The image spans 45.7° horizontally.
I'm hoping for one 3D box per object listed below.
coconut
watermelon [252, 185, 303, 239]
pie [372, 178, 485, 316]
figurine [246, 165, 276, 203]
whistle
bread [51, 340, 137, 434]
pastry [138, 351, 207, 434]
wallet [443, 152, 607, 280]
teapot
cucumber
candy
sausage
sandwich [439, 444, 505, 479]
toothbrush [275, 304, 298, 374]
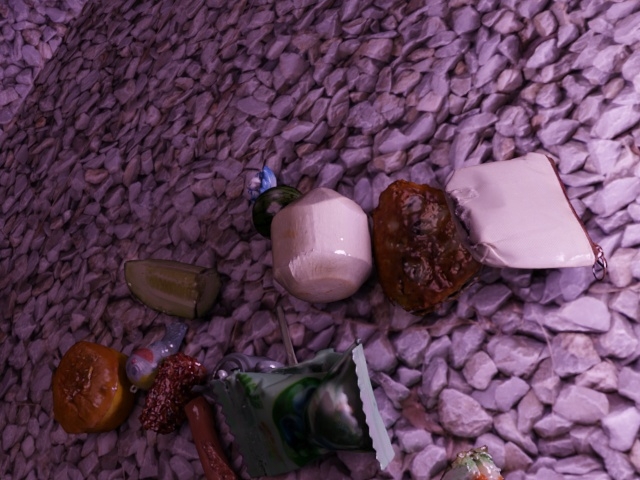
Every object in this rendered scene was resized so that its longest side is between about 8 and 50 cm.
[{"bbox_3d":[0.000,0.000,1.750,0.237,0.237,0.266,-17,57,28],"label":"coconut"},{"bbox_3d":[-0.081,-0.075,1.908,0.187,0.140,0.141,-21,56,18],"label":"watermelon"},{"bbox_3d":[0.231,0.014,1.653,0.308,0.085,0.308,-4,83,35],"label":"pie"},{"bbox_3d":[-0.157,-0.155,2.041,0.114,0.079,0.114,-170,90,-81],"label":"figurine"},{"bbox_3d":[-0.430,0.300,1.985,0.122,0.123,0.223,14,61,39],"label":"whistle"},{"bbox_3d":[-0.608,0.402,2.034,0.268,0.145,0.269,-17,61,32],"label":"bread"},{"bbox_3d":[-0.368,0.385,1.900,0.115,0.097,0.209,10,71,40],"label":"pastry"},{"bbox_3d":[0.401,-0.051,1.529,0.274,0.068,0.335,-4,48,-7],"label":"wallet"},{"bbox_3d":[-0.183,0.326,1.767,0.239,0.149,0.162,-20,56,27],"label":"teapot"},{"bbox_3d":[-0.405,0.120,2.065,0.325,0.105,0.145,9,99,38],"label":"cucumber"},{"bbox_3d":[-0.045,0.373,1.623,0.397,0.172,0.263,-18,89,25],"label":"candy"},{"bbox_3d":[-0.251,0.496,1.777,0.078,0.078,0.304,-40,50,12],"label":"sausage"},{"bbox_3d":[0.274,0.534,1.363,0.212,0.109,0.292,33,87,42],"label":"sandwich"},{"bbox_3d":[-0.071,0.274,1.798,0.026,0.028,0.294,-30,48,18],"label":"toothbrush"}]
